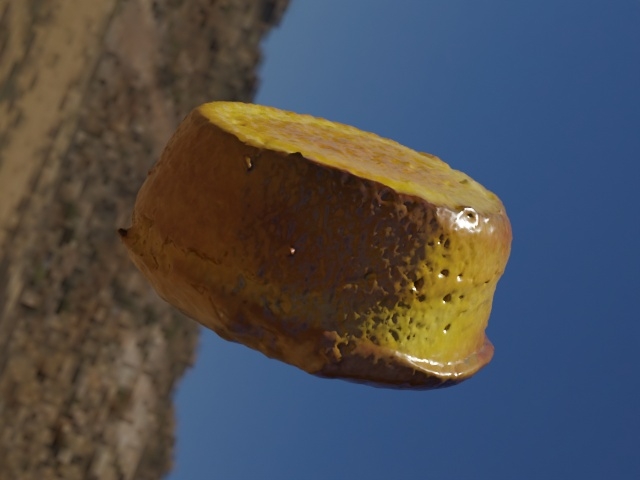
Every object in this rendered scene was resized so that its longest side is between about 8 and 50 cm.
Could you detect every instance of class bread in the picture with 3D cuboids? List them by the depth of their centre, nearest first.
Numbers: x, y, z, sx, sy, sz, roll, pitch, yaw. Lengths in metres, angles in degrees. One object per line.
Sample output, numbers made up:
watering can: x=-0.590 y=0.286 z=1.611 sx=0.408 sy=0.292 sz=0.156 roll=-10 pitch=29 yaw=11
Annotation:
bread: x=0.005 y=0.002 z=1.448 sx=0.312 sy=0.312 sz=0.172 roll=-105 pitch=-144 yaw=-75
